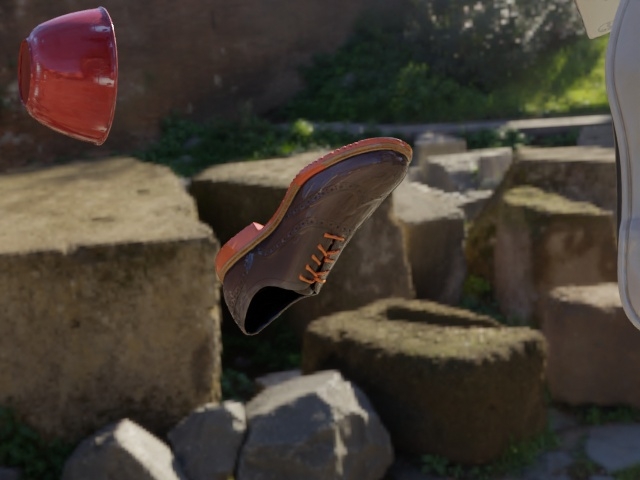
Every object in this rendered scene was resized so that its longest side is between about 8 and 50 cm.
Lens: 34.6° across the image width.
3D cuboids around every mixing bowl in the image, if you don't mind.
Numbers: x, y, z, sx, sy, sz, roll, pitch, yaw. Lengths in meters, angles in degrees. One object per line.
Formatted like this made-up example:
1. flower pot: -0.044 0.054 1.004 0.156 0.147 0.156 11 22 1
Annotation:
1. mixing bowl: -0.334 -0.215 1.330 0.098 0.181 0.181 0 9 -27

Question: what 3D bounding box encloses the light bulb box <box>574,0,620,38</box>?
1. light bulb box: 0.388 -0.470 1.091 0.361 0.358 0.225 -20 -17 18

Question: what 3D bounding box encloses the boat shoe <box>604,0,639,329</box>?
1. boat shoe: 0.291 -0.085 0.817 0.112 0.335 0.095 3 -2 33

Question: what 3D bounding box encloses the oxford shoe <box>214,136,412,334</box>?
1. oxford shoe: 0.000 0.000 1.032 0.097 0.098 0.271 14 -43 -38
